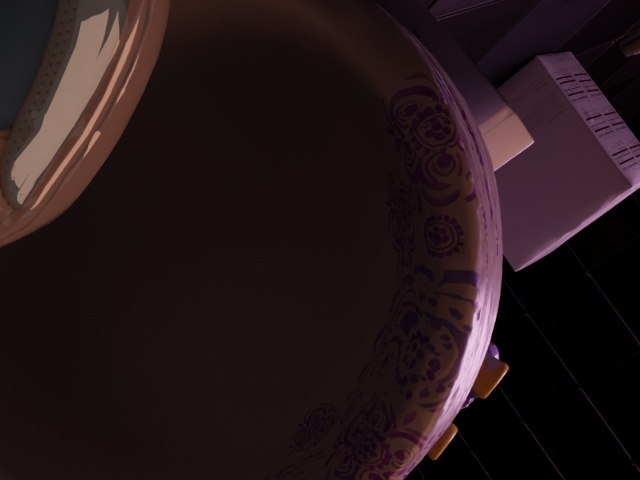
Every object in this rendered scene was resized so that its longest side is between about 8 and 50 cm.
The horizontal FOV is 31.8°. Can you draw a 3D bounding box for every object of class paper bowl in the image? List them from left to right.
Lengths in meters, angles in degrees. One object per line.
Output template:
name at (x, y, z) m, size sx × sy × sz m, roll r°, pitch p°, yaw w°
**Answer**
paper bowl at (-0.054, 0.005, 0.545) m, size 0.284 × 0.284 × 0.148 m, roll -37°, pitch 172°, yaw 14°

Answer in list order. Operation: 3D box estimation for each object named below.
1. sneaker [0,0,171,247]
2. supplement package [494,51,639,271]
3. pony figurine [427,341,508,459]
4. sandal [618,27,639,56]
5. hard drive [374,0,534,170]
sneaker at (-0.203, -0.025, 0.365) m, size 0.319 × 0.127 × 0.208 m, roll -38°, pitch 172°, yaw 18°
supplement package at (0.292, -0.106, 1.466) m, size 0.194 × 0.203 × 0.149 m, roll -39°, pitch 170°, yaw 31°
pony figurine at (0.010, 0.086, 1.216) m, size 0.351 × 0.363 × 0.303 m, roll -48°, pitch 169°, yaw -22°
sandal at (0.409, -0.323, 1.178) m, size 0.120 × 0.086 × 0.303 m, roll -25°, pitch 151°, yaw -54°
hard drive at (-0.058, -0.021, 0.728) m, size 0.353 × 0.047 × 0.233 m, roll -36°, pitch -147°, yaw 9°
